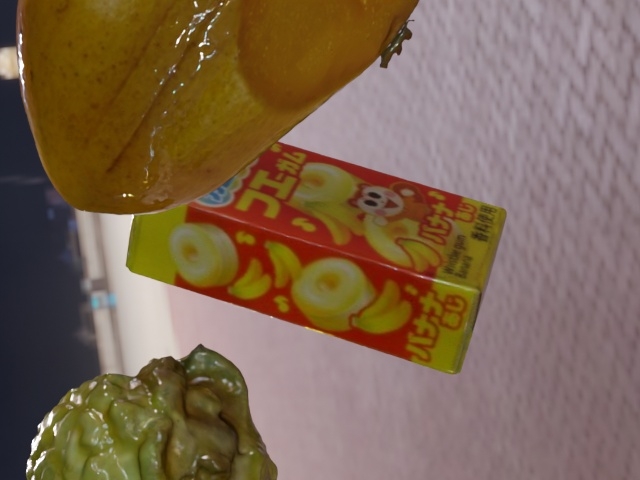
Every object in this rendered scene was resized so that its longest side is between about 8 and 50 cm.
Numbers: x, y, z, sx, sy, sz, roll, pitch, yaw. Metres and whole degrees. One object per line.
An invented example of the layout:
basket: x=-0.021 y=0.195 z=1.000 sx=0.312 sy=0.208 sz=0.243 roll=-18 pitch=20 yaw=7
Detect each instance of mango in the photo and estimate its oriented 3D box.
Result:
mango: x=-0.064 y=-0.133 z=0.765 sx=0.187 sy=0.257 sz=0.138 roll=45 pitch=177 yaw=-32

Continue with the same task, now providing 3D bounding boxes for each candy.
candy: x=0.000 y=0.000 z=1.187 sx=0.146 sy=0.276 sz=0.088 roll=-61 pitch=-14 yaw=-56

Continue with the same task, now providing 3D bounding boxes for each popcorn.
popcorn: x=-0.103 y=0.154 z=0.973 sx=0.173 sy=0.174 sz=0.142 roll=102 pitch=161 yaw=-63
